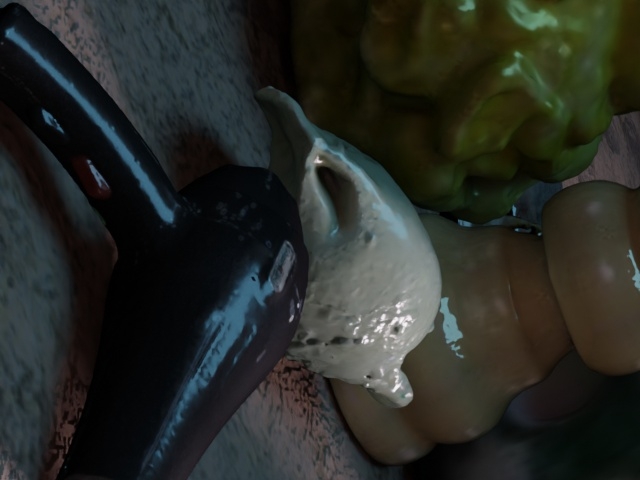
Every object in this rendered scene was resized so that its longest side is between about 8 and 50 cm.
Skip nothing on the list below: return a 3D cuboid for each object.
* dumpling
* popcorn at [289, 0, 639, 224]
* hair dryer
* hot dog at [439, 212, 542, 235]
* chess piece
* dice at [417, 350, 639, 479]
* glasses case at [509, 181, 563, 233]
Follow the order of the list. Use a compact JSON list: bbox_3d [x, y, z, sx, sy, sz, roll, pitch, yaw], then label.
[{"bbox_3d":[-0.007,0.009,1.116,0.108,0.153,0.219,-36,128,-29],"label":"dumpling"},{"bbox_3d":[0.116,-0.162,1.347,0.312,0.312,0.312,-17,90,-73],"label":"popcorn"},{"bbox_3d":[-0.115,-0.018,0.863,0.271,0.091,0.235,52,34,-21],"label":"hair dryer"},{"bbox_3d":[0.225,0.088,1.578,0.326,0.107,0.194,20,72,-44],"label":"hot dog"},{"bbox_3d":[0.157,0.028,1.246,0.167,0.300,0.167,-19,90,-73],"label":"chess piece"},{"bbox_3d":[0.282,0.218,1.349,0.328,0.348,0.330,-101,166,-50],"label":"dice"},{"bbox_3d":[0.170,-0.025,1.656,0.114,0.060,0.299,-12,95,-57],"label":"glasses case"}]
